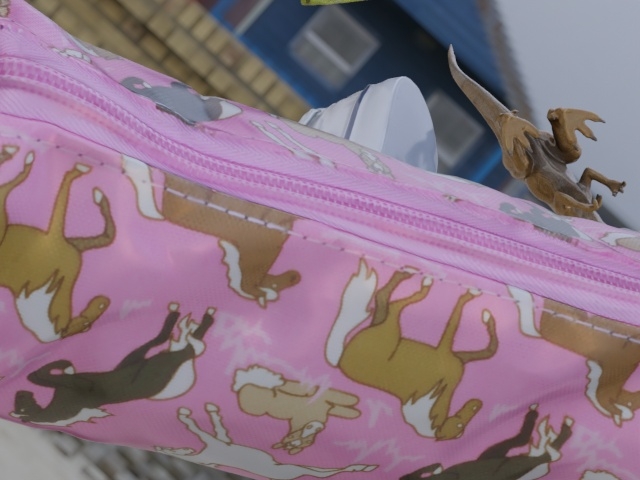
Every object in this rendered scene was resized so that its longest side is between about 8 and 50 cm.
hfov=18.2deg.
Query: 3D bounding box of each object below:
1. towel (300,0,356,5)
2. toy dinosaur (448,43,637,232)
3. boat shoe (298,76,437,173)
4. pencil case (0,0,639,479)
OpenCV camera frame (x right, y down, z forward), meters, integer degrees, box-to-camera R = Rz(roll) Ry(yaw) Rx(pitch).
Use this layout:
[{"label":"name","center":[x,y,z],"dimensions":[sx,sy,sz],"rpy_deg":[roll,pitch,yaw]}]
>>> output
[{"label":"towel","center":[0.022,-0.281,1.347],"dimensions":[0.021,0.102,0.237],"rpy_deg":[-152,-126,-76]},{"label":"toy dinosaur","center":[0.135,-0.061,1.311],"dimensions":[0.211,0.064,0.112],"rpy_deg":[51,-14,15]},{"label":"boat shoe","center":[0.000,0.000,1.103],"dimensions":[0.095,0.084,0.258],"rpy_deg":[68,26,-23]},{"label":"pencil case","center":[-0.002,0.022,0.791],"dimensions":[0.386,0.167,0.160],"rpy_deg":[16,15,-23]}]
